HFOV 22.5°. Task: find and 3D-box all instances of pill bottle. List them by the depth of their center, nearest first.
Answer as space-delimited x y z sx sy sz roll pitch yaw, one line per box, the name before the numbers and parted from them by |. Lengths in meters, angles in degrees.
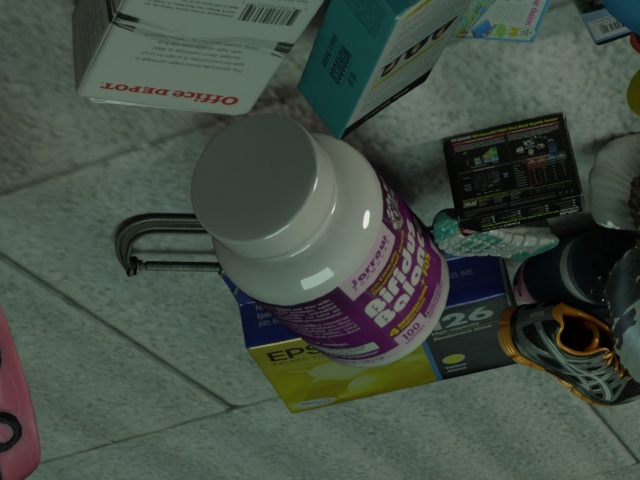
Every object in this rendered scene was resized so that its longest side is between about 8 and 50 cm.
pill bottle | 0.000 0.000 1.522 0.169 0.169 0.301 -17 153 17

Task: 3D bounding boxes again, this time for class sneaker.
sneaker | 0.168 -0.025 1.622 0.166 0.076 0.065 7 154 -46
sneaker | 0.294 0.121 1.739 0.215 0.084 0.083 20 152 -29
sneaker | 0.360 0.059 1.839 0.319 0.112 0.131 18 159 -32

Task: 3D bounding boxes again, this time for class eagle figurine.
eagle figurine | 0.398 0.027 1.634 0.226 0.225 0.298 -7 159 12

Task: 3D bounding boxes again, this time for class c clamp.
c clamp | -0.139 0.018 1.669 0.160 0.022 0.137 5 144 -22

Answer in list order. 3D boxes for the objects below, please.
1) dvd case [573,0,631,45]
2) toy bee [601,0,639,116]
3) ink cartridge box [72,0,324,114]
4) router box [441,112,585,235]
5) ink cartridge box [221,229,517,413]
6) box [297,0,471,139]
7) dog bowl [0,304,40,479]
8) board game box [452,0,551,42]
dvd case | 0.272 -0.248 1.274 0.180 0.022 0.253 -18 152 16
toy bee | 0.288 -0.174 1.185 0.298 0.162 0.195 -2 123 -63
ink cartridge box | -0.090 -0.187 1.215 0.148 0.086 0.203 4 151 -25
router box | 0.183 -0.063 1.537 0.122 0.092 0.038 -11 154 7
ink cartridge box | 0.072 0.095 1.849 0.303 0.072 0.307 -12 155 9
box | 0.054 -0.166 1.237 0.100 0.060 0.244 -36 172 -18
dog bowl | -0.361 0.060 1.318 0.150 0.408 0.408 -22 158 -19
board game box | 0.134 -0.208 1.276 0.103 0.026 0.154 4 157 -4
